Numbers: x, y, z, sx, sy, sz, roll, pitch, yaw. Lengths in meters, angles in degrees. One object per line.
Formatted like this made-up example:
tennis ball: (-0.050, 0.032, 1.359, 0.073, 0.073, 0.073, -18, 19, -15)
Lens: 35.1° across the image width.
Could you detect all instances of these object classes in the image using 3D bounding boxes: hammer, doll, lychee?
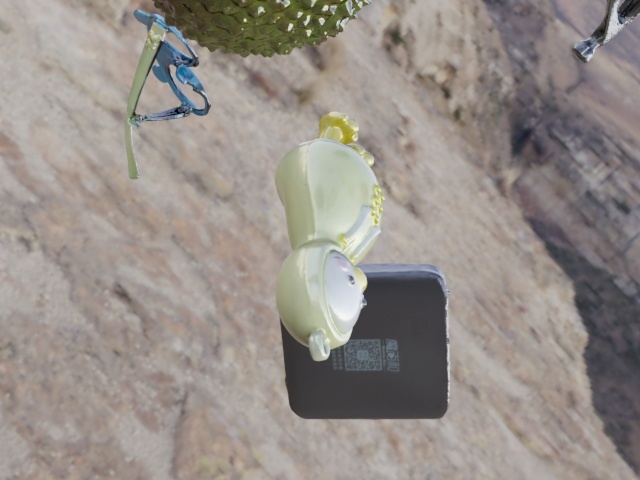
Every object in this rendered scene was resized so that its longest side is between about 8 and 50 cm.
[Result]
hammer: (0.245, -0.211, 0.826, 0.021, 0.078, 0.201, 49, 0, 16)
doll: (0.012, -0.002, 1.037, 0.141, 0.117, 0.296, 69, 13, -47)
lychee: (-0.033, -0.192, 0.652, 0.171, 0.171, 0.171, 41, 16, -14)

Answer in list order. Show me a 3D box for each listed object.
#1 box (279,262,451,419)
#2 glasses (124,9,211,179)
box: (0.076, 0.173, 1.696, 0.073, 0.288, 0.290, -76, 163, -62)
glasses: (-0.223, -0.197, 1.461, 0.102, 0.207, 0.239, 6, -19, 3)
